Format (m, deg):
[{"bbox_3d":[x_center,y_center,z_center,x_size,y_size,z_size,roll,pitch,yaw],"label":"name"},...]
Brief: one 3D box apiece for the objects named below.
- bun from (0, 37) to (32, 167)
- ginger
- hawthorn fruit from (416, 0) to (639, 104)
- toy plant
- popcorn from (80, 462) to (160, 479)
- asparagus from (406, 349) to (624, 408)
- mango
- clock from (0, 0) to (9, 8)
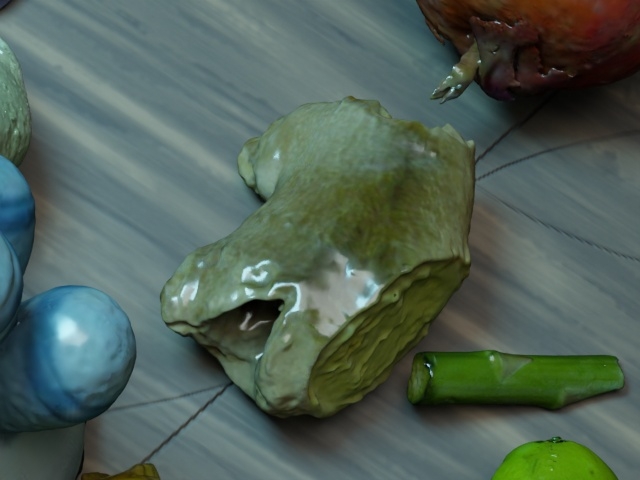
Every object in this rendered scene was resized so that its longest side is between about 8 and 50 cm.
[{"bbox_3d":[-0.319,-0.108,1.229,0.239,0.141,0.239,10,27,-5],"label":"bun"},{"bbox_3d":[0.000,0.000,1.296,0.275,0.130,0.221,-29,64,-20],"label":"ginger"},{"bbox_3d":[0.179,-0.225,1.366,0.276,0.276,0.307,38,83,7],"label":"hawthorn fruit"},{"bbox_3d":[-0.245,0.071,1.100,0.247,0.332,0.247,5,64,-11],"label":"toy plant"},{"bbox_3d":[-0.111,0.270,1.114,0.190,0.191,0.254,-9,80,24],"label":"popcorn"},{"bbox_3d":[0.150,0.105,1.325,0.178,0.041,0.045,2,95,-24],"label":"asparagus"},{"bbox_3d":[0.158,0.227,1.239,0.119,0.100,0.178,23,72,-3],"label":"mango"},{"bbox_3d":[-0.328,-0.266,1.380,0.172,0.064,0.198,-14,69,-18],"label":"clock"}]
